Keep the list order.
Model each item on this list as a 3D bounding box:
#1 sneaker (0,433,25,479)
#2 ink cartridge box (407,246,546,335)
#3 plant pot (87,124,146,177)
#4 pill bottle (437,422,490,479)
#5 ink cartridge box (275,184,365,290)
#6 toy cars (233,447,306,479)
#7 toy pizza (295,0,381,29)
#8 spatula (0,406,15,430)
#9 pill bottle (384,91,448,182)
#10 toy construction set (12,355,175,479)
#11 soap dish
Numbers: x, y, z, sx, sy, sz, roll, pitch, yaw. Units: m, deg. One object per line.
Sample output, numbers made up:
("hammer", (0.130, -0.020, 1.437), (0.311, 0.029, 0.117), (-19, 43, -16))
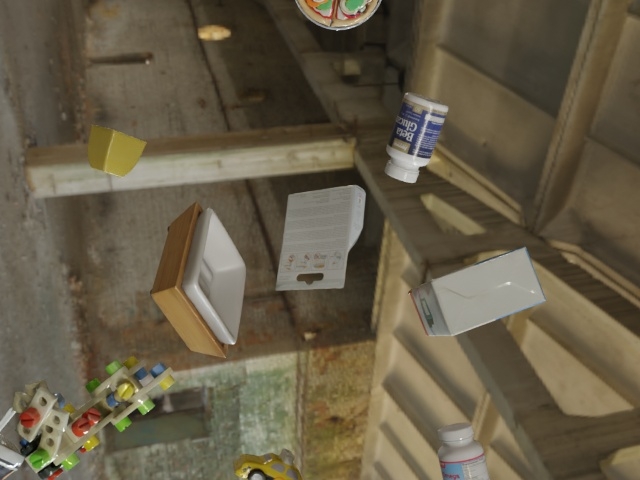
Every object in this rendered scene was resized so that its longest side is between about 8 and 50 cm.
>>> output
("sneaker", (-0.597, 0.388, 1.192), (0.126, 0.127, 0.321), (40, -27, -2))
("ink cartridge box", (0.209, 0.078, 0.978), (0.231, 0.134, 0.078), (94, -24, -82))
("plant pot", (-0.406, -0.171, 1.350), (0.081, 0.081, 0.083), (17, -91, 38))
("pill bottle", (0.271, 0.431, 1.302), (0.087, 0.087, 0.160), (147, -69, -75))
("ink cartridge box", (0.000, 0.000, 1.532), (0.189, 0.066, 0.232), (-5, -106, 35))
("toy cars", (-0.004, 0.519, 1.406), (0.176, 0.393, 0.087), (37, 77, -56))
("toy pizza", (0.038, -0.546, 1.443), (0.032, 0.201, 0.201), (-109, -165, -75))
("spatula", (-0.879, 0.453, 1.762), (0.242, 0.168, 0.019), (-47, 178, 28))
("pill bottle", (0.191, -0.209, 1.416), (0.094, 0.094, 0.169), (-124, -131, -63))
("toy construction set", (-0.437, 0.325, 1.288), (0.151, 0.215, 0.327), (58, 20, 13))
("soap dish", (-0.269, 0.089, 1.555), (0.291, 0.118, 0.229), (-89, 158, -50))
